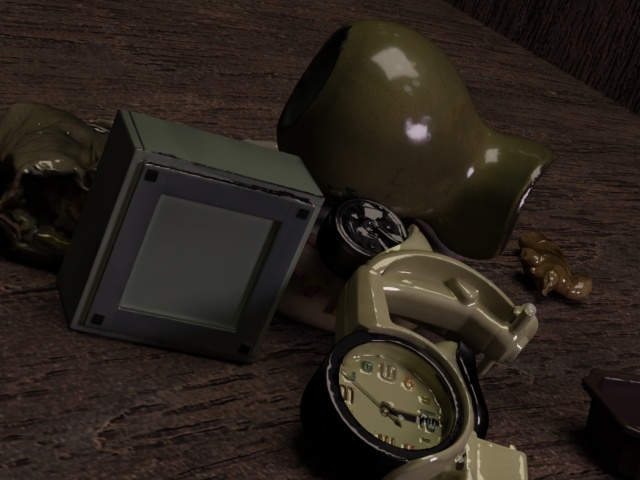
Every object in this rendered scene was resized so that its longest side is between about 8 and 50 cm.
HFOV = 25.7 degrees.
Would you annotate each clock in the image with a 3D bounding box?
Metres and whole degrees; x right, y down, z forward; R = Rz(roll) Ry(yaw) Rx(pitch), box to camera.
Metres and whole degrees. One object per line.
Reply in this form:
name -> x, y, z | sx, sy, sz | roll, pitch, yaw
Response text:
clock -> 0.113, 0.128, 1.547 | 0.276, 0.120, 0.379 | 21, 45, -12

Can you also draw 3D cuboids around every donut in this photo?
donut -> 0.000, 0.000, 1.840 | 0.382, 0.142, 0.382 | 20, 20, -8

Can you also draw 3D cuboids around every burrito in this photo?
burrito -> -0.318, -0.084, 1.732 | 0.190, 0.135, 0.332 | 8, 21, -20

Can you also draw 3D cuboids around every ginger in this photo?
ginger -> 0.361, 0.035, 2.262 | 0.133, 0.059, 0.214 | 17, 22, -29

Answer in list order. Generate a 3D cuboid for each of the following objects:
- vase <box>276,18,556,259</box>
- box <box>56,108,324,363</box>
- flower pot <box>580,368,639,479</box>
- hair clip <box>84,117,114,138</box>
vase -> 0.100, -0.123, 1.792 | 0.302, 0.241, 0.329 | 30, -7, -14
box -> -0.146, 0.000, 1.562 | 0.225, 0.225, 0.117 | 14, 23, -24
flower pot -> 0.443, 0.251, 1.766 | 0.251, 0.084, 0.179 | 10, 22, -23
hair clip -> -0.202, -0.111, 2.005 | 0.292, 0.084, 0.106 | 18, 23, 1
